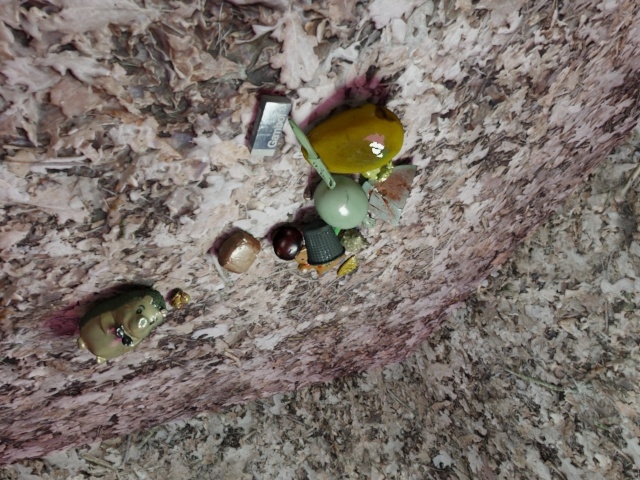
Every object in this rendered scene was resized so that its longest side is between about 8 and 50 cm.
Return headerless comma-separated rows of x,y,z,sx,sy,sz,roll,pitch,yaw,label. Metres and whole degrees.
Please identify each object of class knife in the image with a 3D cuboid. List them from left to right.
-0.029,-0.291,1.590,0.043,0.020,0.293,-19,121,33,knife

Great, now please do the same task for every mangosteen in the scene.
-0.147,0.010,1.998,0.152,0.152,0.152,-20,147,-14,mangosteen

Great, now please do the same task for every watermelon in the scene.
0.321,-0.196,2.002,0.261,0.201,0.213,-24,156,-15,watermelon

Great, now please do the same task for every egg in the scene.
0.085,-0.152,1.876,0.203,0.203,0.282,-35,149,10,egg

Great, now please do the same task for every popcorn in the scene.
0.215,-0.294,1.840,0.135,0.162,0.141,-5,160,-13,popcorn

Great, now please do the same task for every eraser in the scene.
-0.171,-0.372,1.523,0.092,0.046,0.212,-5,141,-32,eraser

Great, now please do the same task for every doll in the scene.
-0.781,0.331,1.860,0.349,0.247,0.247,-34,148,-7,doll

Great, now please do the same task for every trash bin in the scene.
0.000,0.000,1.979,0.175,0.175,0.161,-24,111,-8,trash bin

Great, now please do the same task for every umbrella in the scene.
0.216,-0.100,2.184,0.067,0.062,0.143,-6,150,34,umbrella

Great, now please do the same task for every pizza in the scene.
0.153,0.140,2.489,0.099,0.036,0.160,9,132,-44,pizza

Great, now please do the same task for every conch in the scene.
0.151,0.019,2.233,0.155,0.130,0.207,25,151,-11,conch

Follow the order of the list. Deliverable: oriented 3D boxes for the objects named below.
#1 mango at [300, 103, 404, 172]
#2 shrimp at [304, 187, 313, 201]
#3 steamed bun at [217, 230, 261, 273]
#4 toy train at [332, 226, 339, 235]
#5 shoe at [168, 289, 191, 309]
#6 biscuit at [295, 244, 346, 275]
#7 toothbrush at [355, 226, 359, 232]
0.112,-0.344,1.638,0.365,0.182,0.253,-14,143,-1,mango
-0.051,-0.181,1.897,0.038,0.029,0.092,-25,151,-8,shrimp
-0.341,0.044,1.924,0.175,0.106,0.145,-50,139,7,steamed bun
0.045,-0.044,2.117,0.119,0.085,0.251,-12,146,-34,toy train
-0.614,0.260,2.042,0.069,0.072,0.109,40,107,-15,shoe
-0.015,0.096,2.295,0.205,0.049,0.324,-38,145,16,biscuit
0.179,-0.050,2.256,0.024,0.026,0.288,-29,147,-6,toothbrush
